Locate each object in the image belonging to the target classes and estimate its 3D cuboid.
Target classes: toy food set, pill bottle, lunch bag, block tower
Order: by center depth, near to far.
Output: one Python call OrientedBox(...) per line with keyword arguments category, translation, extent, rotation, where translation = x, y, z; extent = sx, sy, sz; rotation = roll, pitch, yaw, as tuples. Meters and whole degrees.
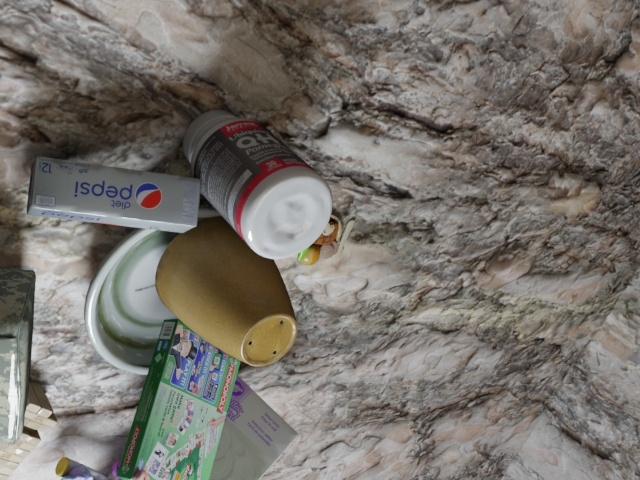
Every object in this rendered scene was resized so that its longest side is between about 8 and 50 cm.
OrientedBox(category="lunch bag", translation=(-0.640, 0.189, 1.410), extent=(0.256, 0.212, 0.305), rotation=(5, 119, -17))
OrientedBox(category="pill bottle", translation=(-0.130, -0.118, 1.488), extent=(0.176, 0.318, 0.176), rotation=(-21, 131, -25))
OrientedBox(category="block tower", translation=(-0.678, 0.439, 1.648), extent=(0.335, 0.097, 0.091), rotation=(-47, 136, 3))
OrientedBox(category="toy food set", translation=(0.000, 0.000, 1.878), extent=(0.192, 0.038, 0.132), rotation=(5, 118, -39))

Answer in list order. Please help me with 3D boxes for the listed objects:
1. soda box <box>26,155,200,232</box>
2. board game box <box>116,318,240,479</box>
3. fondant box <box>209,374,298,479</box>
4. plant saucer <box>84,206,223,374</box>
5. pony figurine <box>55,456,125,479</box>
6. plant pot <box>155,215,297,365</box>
OrientedBox(category="soda box", translation=(-0.364, -0.077, 1.434), extent=(0.286, 0.098, 0.091), rotation=(7, 81, -24))
OrientedBox(category="board game box", translation=(-0.276, 0.346, 1.641), extent=(0.213, 0.046, 0.317), rotation=(41, 55, -47))
OrientedBox(category="fondant box", translation=(-0.241, 0.469, 1.805), extent=(0.330, 0.238, 0.096), rotation=(-41, 171, -45))
OrientedBox(category="plant saucer", translation=(-0.301, 0.091, 1.672), extent=(0.400, 0.100, 0.401), rotation=(-20, 130, -25))
OrientedBox(category="pony figurine", translation=(-0.456, 0.600, 1.839), extent=(0.363, 0.303, 0.351), rotation=(28, 120, -39))
OrientedBox(category="plant pot", translation=(-0.154, 0.116, 1.547), extent=(0.237, 0.254, 0.237), rotation=(-21, 131, -26))
